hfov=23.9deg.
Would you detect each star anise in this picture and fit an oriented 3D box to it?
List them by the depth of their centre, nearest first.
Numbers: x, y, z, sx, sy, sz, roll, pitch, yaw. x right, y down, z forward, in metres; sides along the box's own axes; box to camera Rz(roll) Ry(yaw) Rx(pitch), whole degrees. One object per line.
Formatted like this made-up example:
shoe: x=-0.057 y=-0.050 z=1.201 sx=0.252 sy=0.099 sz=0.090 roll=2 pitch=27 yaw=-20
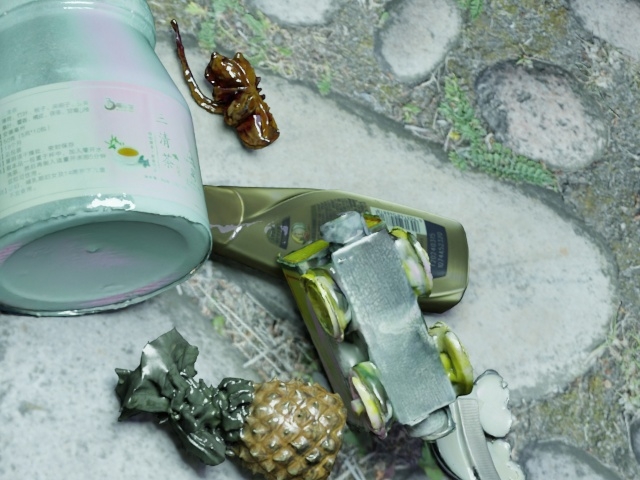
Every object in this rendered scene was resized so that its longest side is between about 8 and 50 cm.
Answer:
star anise: x=-0.113 y=-0.183 z=1.744 sx=0.191 sy=0.070 sz=0.097 roll=61 pitch=26 yaw=12

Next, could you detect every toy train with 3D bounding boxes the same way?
toy train: x=0.056 y=0.089 z=1.581 sx=0.134 sy=0.177 sz=0.261 roll=-26 pitch=102 yaw=-16

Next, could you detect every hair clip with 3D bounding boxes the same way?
hair clip: x=0.179 y=0.230 z=1.706 sx=0.116 sy=0.049 sz=0.172 roll=2 pitch=62 yaw=-35

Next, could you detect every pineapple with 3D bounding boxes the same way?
pineapple: x=-0.097 y=0.173 z=1.542 sx=0.237 sy=0.111 sz=0.119 roll=18 pitch=27 yaw=-15

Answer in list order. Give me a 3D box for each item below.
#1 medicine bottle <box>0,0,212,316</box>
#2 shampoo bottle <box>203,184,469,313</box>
medicine bottle: x=-0.248 y=-0.101 z=1.509 sx=0.245 sy=0.245 sz=0.290 roll=2 pitch=62 yaw=-30
shampoo bottle: x=0.000 y=0.000 z=1.697 sx=0.350 sy=0.084 sz=0.126 roll=11 pitch=64 yaw=-25
